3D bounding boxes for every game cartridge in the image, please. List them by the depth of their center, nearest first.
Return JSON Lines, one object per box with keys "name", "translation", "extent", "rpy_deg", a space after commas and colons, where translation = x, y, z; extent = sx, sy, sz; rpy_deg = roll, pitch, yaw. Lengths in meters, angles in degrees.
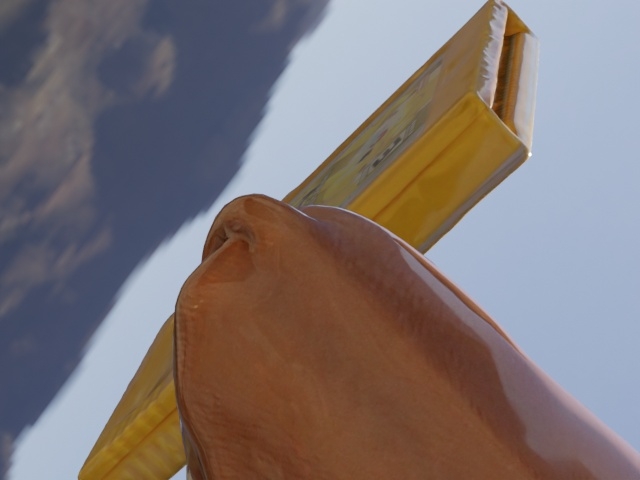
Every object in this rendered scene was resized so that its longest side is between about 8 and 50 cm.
{"name": "game cartridge", "translation": [0.000, 0.000, 1.201], "extent": [0.323, 0.053, 0.285], "rpy_deg": [-41, -171, 17]}

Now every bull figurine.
{"name": "bull figurine", "translation": [0.061, 0.121, 0.484], "extent": [0.101, 0.310, 0.188], "rpy_deg": [-23, 146, -21]}
